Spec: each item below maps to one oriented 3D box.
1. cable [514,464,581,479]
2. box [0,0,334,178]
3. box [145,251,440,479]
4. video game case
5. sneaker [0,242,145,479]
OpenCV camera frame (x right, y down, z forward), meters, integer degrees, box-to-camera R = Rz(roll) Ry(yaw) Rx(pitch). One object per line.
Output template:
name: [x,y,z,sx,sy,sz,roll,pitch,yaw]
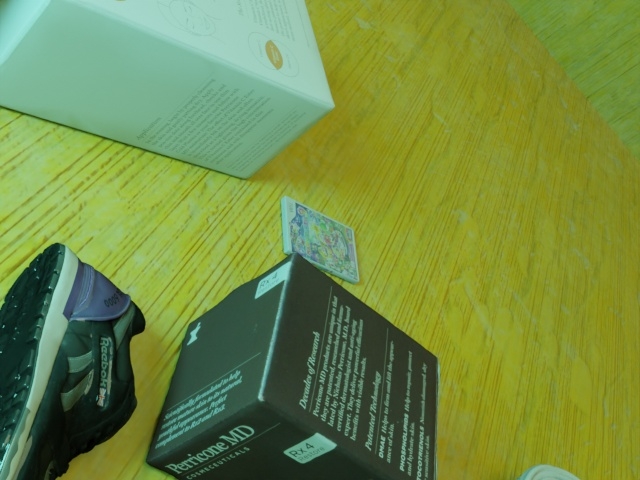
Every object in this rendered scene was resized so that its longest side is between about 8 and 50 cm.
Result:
cable: [0.302,0.409,0.985,0.257,0.089,0.257,15,50,-42]
box: [-0.180,-0.232,0.882,0.345,0.168,0.214,15,51,-43]
box: [-0.017,0.156,0.751,0.203,0.168,0.167,36,40,-24]
video game case: [0.000,0.000,1.036,0.122,0.011,0.087,25,45,-35]
sneaker: [-0.198,0.136,0.620,0.124,0.107,0.283,39,38,-31]
